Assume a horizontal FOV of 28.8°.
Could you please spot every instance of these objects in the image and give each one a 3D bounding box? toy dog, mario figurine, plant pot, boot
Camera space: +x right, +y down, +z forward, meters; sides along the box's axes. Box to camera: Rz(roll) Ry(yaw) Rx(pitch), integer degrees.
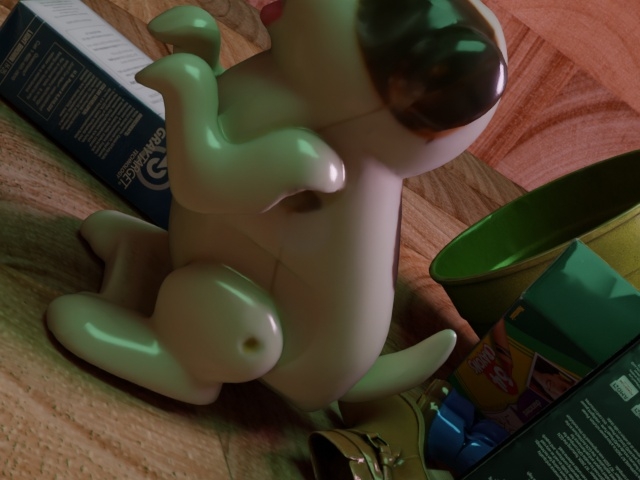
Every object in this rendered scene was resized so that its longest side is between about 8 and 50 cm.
[{"bbox_3d":[-0.001,-0.057,1.087,0.395,0.408,0.284,30,19,-4],"label":"toy dog"},{"bbox_3d":[0.213,0.290,1.283,0.320,0.170,0.198,32,51,12],"label":"mario figurine"},{"bbox_3d":[0.384,0.113,1.644,0.353,0.366,0.366,63,13,-10],"label":"plant pot"},{"bbox_3d":[0.038,0.192,1.180,0.152,0.073,0.197,15,25,-45],"label":"boot"}]

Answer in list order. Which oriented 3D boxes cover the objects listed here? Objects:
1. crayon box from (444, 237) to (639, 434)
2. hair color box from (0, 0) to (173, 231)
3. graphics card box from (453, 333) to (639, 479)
[{"bbox_3d":[0.313,0.194,1.372,0.313,0.106,0.363,43,-21,9],"label":"crayon box"},{"bbox_3d":[-0.207,-0.130,1.428,0.347,0.105,0.174,39,16,1],"label":"hair color box"},{"bbox_3d":[0.288,0.229,1.107,0.233,0.371,0.094,51,-19,12],"label":"graphics card box"}]
